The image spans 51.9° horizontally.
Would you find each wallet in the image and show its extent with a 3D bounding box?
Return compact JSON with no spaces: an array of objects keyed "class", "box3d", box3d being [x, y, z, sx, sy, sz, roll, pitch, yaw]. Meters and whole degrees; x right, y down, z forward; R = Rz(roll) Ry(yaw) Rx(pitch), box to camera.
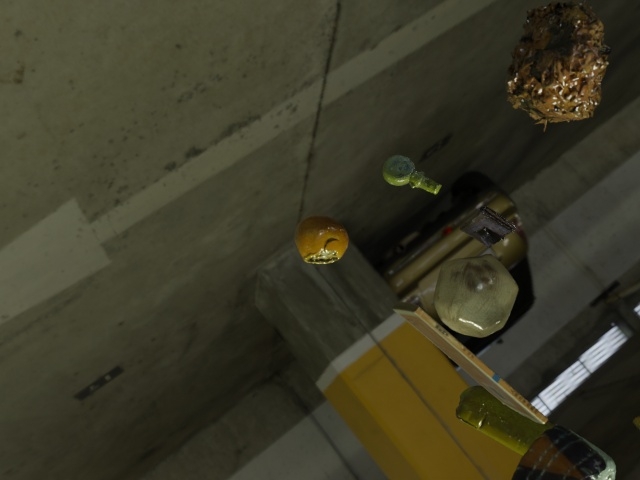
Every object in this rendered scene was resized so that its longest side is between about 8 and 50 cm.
[{"class":"wallet","box3d":[0.513,-0.039,2.033,0.042,0.124,0.230,-54,175,-15]}]

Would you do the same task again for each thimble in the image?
[{"class":"thimble","box3d":[0.549,0.542,1.479,0.237,0.150,0.237,-19,124,-30]}]

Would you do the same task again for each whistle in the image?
[{"class":"whistle","box3d":[0.288,-0.200,2.082,0.104,0.198,0.057,-53,160,-23]}]

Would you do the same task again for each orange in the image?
[{"class":"orange","box3d":[0.000,0.000,1.820,0.155,0.154,0.134,60,46,-77]}]

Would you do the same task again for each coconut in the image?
[{"class":"coconut","box3d":[0.399,0.132,1.706,0.224,0.224,0.224,-37,167,-10]}]

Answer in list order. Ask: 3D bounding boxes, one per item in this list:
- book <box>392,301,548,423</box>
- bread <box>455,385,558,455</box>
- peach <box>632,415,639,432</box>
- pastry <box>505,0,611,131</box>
[{"class":"book","box3d":[0.217,0.178,0.991,0.018,0.241,0.170,-49,-179,-5]},{"class":"bread","box3d":[0.574,0.536,1.888,0.166,0.383,0.112,3,111,-62]},{"class":"peach","box3d":[0.843,0.485,1.686,0.050,0.077,0.083,-44,162,19]},{"class":"pastry","box3d":[0.471,-0.364,1.356,0.192,0.275,0.275,-8,168,5]}]
